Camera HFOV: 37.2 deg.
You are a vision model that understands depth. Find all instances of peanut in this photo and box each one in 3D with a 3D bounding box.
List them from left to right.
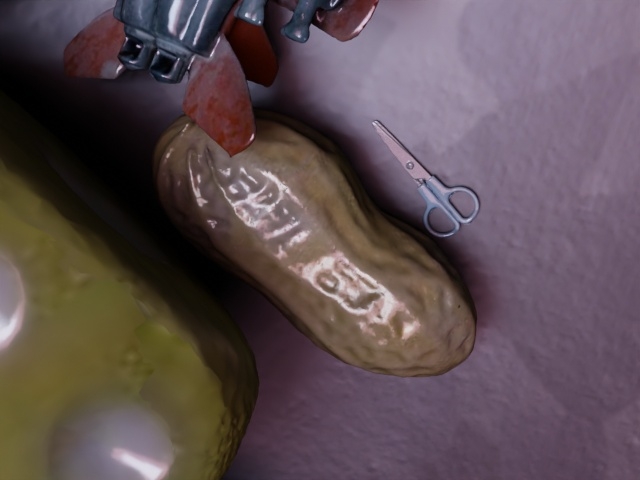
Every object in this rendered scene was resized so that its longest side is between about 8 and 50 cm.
[{"bbox_3d":[0.000,0.000,0.539,0.214,0.090,0.098,40,116,-5],"label":"peanut"}]

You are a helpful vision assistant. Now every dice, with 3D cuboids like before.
[{"bbox_3d":[-0.191,0.062,0.485,0.233,0.227,0.238,-46,115,-2],"label":"dice"}]

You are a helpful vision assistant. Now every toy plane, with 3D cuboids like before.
[{"bbox_3d":[-0.041,-0.217,0.469,0.223,0.104,0.327,27,110,32],"label":"toy plane"}]

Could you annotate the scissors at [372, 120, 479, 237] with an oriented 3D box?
[{"bbox_3d":[0.058,-0.039,0.559,0.036,0.006,0.083,-38,97,18],"label":"scissors"}]
